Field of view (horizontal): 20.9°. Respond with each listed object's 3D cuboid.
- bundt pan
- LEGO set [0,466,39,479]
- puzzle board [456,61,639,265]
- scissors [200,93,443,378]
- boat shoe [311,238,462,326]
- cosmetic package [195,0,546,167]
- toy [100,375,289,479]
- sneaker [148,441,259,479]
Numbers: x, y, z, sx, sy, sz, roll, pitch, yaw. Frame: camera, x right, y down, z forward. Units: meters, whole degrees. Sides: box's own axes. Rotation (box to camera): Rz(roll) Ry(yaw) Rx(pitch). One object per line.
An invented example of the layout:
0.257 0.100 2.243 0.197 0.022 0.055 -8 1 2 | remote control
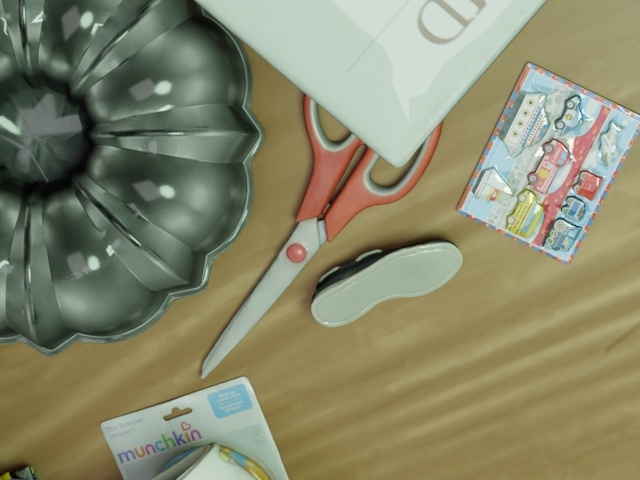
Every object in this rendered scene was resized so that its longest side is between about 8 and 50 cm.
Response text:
-0.205 -0.074 1.253 0.330 0.124 0.331 0 93 -1 | bundt pan
-0.355 0.218 1.424 0.331 0.192 0.255 -39 67 16 | LEGO set
0.171 -0.056 1.297 0.096 0.011 0.128 26 109 2 | puzzle board
0.000 0.000 1.340 0.109 0.021 0.297 23 108 2 | scissors
0.050 0.026 1.331 0.125 0.038 0.046 -28 119 18 | boat shoe
0.023 -0.323 1.078 0.393 0.327 0.329 40 109 -4 | cosmetic package
-0.081 0.244 1.412 0.136 0.056 0.237 -19 102 15 | toy
-0.133 0.284 1.358 0.169 0.108 0.292 42 105 -5 | sneaker
